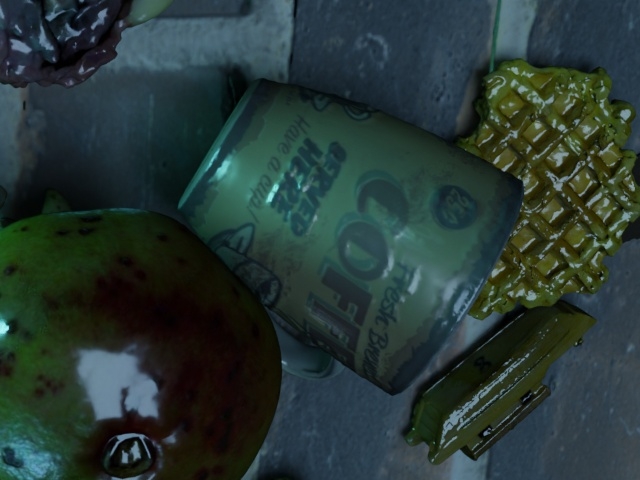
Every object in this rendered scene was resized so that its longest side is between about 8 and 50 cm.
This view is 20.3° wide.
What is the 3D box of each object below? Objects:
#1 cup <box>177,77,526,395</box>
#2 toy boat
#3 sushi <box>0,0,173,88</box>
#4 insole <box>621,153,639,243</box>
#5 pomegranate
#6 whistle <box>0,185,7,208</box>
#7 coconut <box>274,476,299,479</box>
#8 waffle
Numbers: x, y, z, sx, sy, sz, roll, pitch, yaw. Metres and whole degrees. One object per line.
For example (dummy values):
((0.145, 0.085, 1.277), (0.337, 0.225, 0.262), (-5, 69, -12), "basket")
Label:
((0.000, 0.000, 1.601), (0.257, 0.227, 0.301), (32, 133, -3), "cup")
((0.185, 0.144, 1.803), (0.226, 0.068, 0.088), (-39, 125, -9), "toy boat")
((-0.205, -0.256, 1.414), (0.236, 0.171, 0.270), (39, 91, -30), "sushi")
((0.353, -0.055, 1.834), (0.328, 0.007, 0.111), (-24, 116, -14), "insole")
((-0.200, 0.099, 1.455), (0.291, 0.323, 0.291), (-14, 113, -36), "pomegranate")
((-0.342, -0.097, 1.482), (0.107, 0.057, 0.220), (-52, 126, -15), "whistle")
((-0.032, 0.270, 1.746), (0.083, 0.081, 0.082), (21, 141, -24), "coconut")
((0.191, -0.050, 1.734), (0.291, 0.051, 0.291), (-6, 110, -17), "waffle")
